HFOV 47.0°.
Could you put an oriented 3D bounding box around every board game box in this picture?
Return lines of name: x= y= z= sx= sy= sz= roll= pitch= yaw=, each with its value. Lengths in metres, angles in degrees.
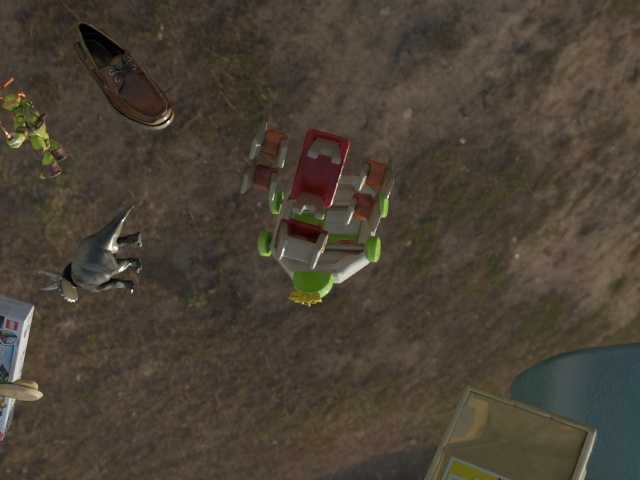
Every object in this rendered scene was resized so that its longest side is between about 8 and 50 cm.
board game box: x=-0.634 y=0.214 z=1.308 sx=0.192 sy=0.053 sz=0.305 roll=18 pitch=120 yaw=-9

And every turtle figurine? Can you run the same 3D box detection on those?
turtle figurine: x=-0.670 y=-0.266 z=1.706 sx=0.087 sy=0.270 sz=0.217 roll=-26 pitch=129 yaw=-2

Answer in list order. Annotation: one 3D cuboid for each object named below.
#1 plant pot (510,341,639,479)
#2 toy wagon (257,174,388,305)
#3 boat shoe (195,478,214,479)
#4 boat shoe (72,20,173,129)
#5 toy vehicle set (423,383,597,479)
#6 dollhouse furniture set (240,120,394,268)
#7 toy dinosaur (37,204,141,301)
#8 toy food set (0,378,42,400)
plant pot: x=0.431 y=0.308 z=1.140 sx=0.252 sy=0.247 sz=0.248 roll=-6 pitch=150 yaw=36
toy wagon: x=0.000 y=0.000 z=1.605 sx=0.267 sy=0.345 sz=0.068 roll=3 pitch=146 yaw=16
boat shoe: x=-0.281 y=0.631 z=1.744 sx=0.092 sy=0.103 sz=0.285 roll=8 pitch=151 yaw=10
boat shoe: x=-0.458 y=-0.374 z=1.666 sx=0.110 sy=0.307 sz=0.104 roll=-44 pitch=167 yaw=-20
toy vehicle set: x=0.200 y=0.315 z=0.865 sx=0.267 sy=0.165 sz=0.035 roll=-59 pitch=146 yaw=-24
dollhouse furniture set: x=-0.015 y=-0.090 z=1.413 sx=0.261 sy=0.135 sz=0.259 roll=16 pitch=122 yaw=-3
toy dinosaur: x=-0.478 y=0.047 z=1.595 sx=0.160 sy=0.121 sz=0.313 roll=-4 pitch=151 yaw=-43
toy food set: x=-0.520 y=0.256 z=1.263 sx=0.082 sy=0.020 sz=0.083 roll=3 pitch=153 yaw=5
